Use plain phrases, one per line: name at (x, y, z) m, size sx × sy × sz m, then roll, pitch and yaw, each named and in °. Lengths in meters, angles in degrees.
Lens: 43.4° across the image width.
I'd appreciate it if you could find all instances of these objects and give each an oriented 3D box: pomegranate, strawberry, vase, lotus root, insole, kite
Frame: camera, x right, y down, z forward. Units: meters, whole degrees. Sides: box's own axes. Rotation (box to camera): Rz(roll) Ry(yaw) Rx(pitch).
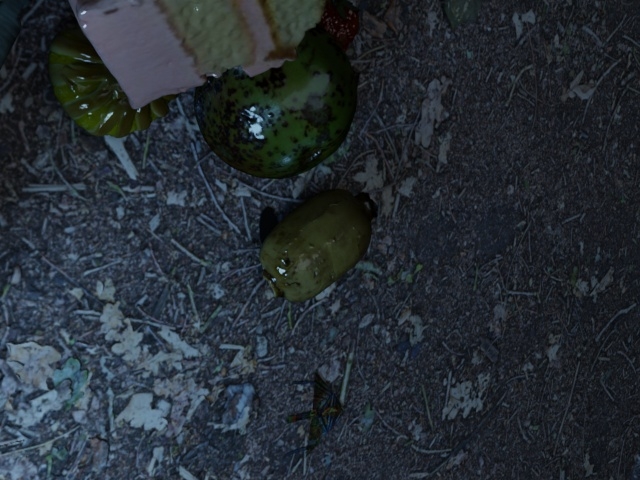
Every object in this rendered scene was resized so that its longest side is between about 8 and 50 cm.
pomegranate at (-0.096, -0.274, 1.323) m, size 0.284 × 0.285 × 0.341 m, roll -24°, pitch 81°, yaw -35°
strawberry at (0.001, -0.372, 1.450) m, size 0.131 × 0.131 × 0.148 m, roll 12°, pitch 94°, yaw -42°
vase at (-0.443, -0.314, 1.119) m, size 0.060 × 0.059 × 0.212 m, roll 31°, pitch 77°, yaw -40°
lotus root at (0.000, 0.000, 1.512) m, size 0.284 × 0.146 × 0.160 m, roll -38°, pitch 142°, yaw -25°
insole at (-0.095, 0.004, 1.520) m, size 0.045 × 0.002 × 0.135 m, roll -19°, pitch 110°, yaw -37°
kite at (-0.007, 0.361, 1.663) m, size 0.160 × 0.010 × 0.183 m, roll 1°, pitch 98°, yaw -41°

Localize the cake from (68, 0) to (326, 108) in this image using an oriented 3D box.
cake at (-0.182, -0.376, 1.051) m, size 0.306 × 0.314 × 0.293 m, roll -23°, pitch 160°, yaw -5°

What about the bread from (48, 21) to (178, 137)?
bread at (-0.303, -0.256, 1.225) m, size 0.213 × 0.104 × 0.214 m, roll -13°, pitch 109°, yaw -41°

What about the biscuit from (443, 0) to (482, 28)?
biscuit at (0.327, -0.603, 1.742) m, size 0.141 × 0.038 × 0.290 m, roll 31°, pitch 78°, yaw -40°

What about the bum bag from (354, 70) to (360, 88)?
bum bag at (0.003, -0.264, 1.522) m, size 0.159 × 0.026 × 0.109 m, roll -13°, pitch 127°, yaw -33°
